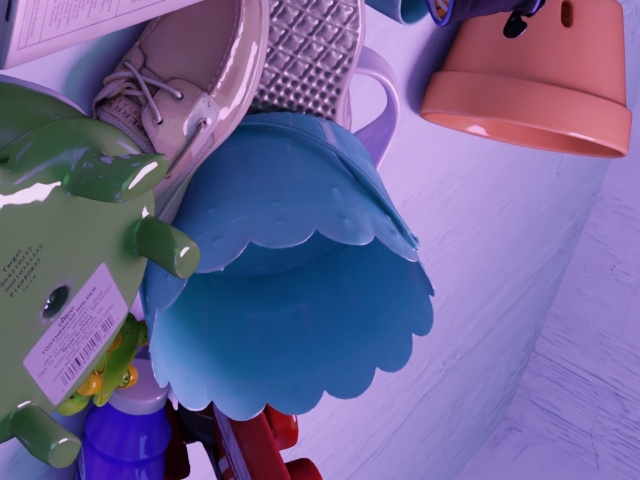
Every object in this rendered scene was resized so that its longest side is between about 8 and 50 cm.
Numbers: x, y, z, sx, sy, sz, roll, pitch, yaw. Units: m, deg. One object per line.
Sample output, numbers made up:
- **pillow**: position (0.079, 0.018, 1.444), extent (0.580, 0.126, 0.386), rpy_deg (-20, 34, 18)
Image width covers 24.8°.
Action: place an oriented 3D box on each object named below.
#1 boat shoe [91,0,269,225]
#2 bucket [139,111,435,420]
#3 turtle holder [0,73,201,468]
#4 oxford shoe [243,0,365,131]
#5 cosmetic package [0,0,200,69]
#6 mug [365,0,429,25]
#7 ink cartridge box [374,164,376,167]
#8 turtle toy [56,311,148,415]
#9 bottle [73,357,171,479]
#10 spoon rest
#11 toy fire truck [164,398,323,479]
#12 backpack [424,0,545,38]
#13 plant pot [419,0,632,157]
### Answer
- **boat shoe**: position (-0.142, -0.108, 1.247), extent (0.302, 0.109, 0.098), rpy_deg (-60, 162, 17)
- **bucket**: position (-0.043, 0.022, 1.394), extent (0.281, 0.183, 0.281), rpy_deg (-9, 140, -8)
- **turtle holder**: position (-0.247, 0.003, 0.927), extent (0.243, 0.227, 0.320), rpy_deg (-63, 161, 10)
- **oxford shoe**: position (-0.040, -0.168, 1.419), extent (0.449, 0.169, 0.130), rpy_deg (82, -5, -50)
- **cosmetic package**: position (-0.149, -0.242, 1.014), extent (0.309, 0.113, 0.160), rpy_deg (-34, 148, -55)
- **mug**: position (0.086, -0.306, 1.566), extent (0.129, 0.097, 0.158), rpy_deg (-59, 162, 3)
- **ink cartridge box**: position (0.000, 0.000, 1.653), extent (0.206, 0.045, 0.208), rpy_deg (31, -79, 64)
- **turtle toy**: position (-0.222, 0.117, 1.422), extent (0.130, 0.066, 0.095), rpy_deg (-64, 160, 10)
- **bottle**: position (-0.217, 0.252, 1.559), extent (0.118, 0.092, 0.283), rpy_deg (-108, -153, -50)
- **spoon rest**: position (0.044, -0.110, 1.742), extent (0.137, 0.084, 0.276), rpy_deg (-91, -173, -46)
- **toy fire truck**: position (-0.092, 0.213, 1.575), extent (0.169, 0.302, 0.254), rpy_deg (-14, 148, -15)
- **backpack**: position (0.111, -0.356, 1.325), extent (0.213, 0.263, 0.276), rpy_deg (-4, 142, -16)
- **plant pot**: position (0.296, -0.241, 2.001), extent (0.291, 0.290, 0.204), rpy_deg (10, 91, -71)
